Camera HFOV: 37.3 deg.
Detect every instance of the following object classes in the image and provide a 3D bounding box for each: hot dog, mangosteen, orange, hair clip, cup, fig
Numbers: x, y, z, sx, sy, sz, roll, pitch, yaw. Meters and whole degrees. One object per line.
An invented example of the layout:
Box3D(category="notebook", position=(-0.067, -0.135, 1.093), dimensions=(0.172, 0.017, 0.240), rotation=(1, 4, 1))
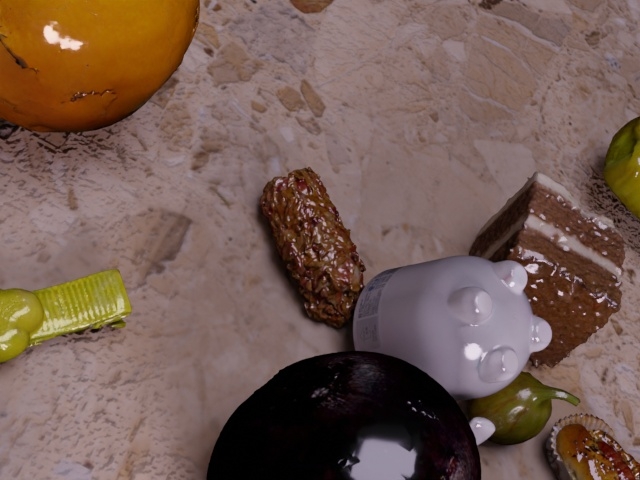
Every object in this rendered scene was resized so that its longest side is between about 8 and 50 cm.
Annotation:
Box3D(category="hot dog", position=(0.293, 0.259, 0.929), dimensions=(0.099, 0.053, 0.192), rotation=(-12, 63, -31))
Box3D(category="mangosteen", position=(0.030, 0.211, 0.731), dimensions=(0.211, 0.211, 0.250), rotation=(-44, 118, -42))
Box3D(category="orange", position=(-0.226, -0.217, 0.830), dimensions=(0.246, 0.246, 0.246), rotation=(15, 53, -21))
Box3D(category="hair clip", position=(-0.238, 0.065, 0.760), dimensions=(0.173, 0.046, 0.072), rotation=(-8, 60, -32))
Box3D(category="cup", position=(0.115, 0.093, 0.858), dimensions=(0.134, 0.142, 0.173), rotation=(54, 53, -16))
Box3D(category="fig", position=(0.189, 0.154, 0.910), dimensions=(0.084, 0.098, 0.082), rotation=(35, 50, -7))

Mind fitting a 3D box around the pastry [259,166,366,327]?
Box3D(category="pastry", position=(-0.002, 0.001, 0.929), dimensions=(0.087, 0.063, 0.169), rotation=(-13, 67, -40))

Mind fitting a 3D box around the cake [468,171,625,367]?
Box3D(category="cake", position=(0.233, 0.030, 1.007), dimensions=(0.135, 0.134, 0.147), rotation=(30, 40, -9))

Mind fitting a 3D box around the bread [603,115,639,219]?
Box3D(category="bread", position=(0.511, 0.000, 1.195), dimensions=(0.383, 0.112, 0.166), rotation=(42, 46, 3))
